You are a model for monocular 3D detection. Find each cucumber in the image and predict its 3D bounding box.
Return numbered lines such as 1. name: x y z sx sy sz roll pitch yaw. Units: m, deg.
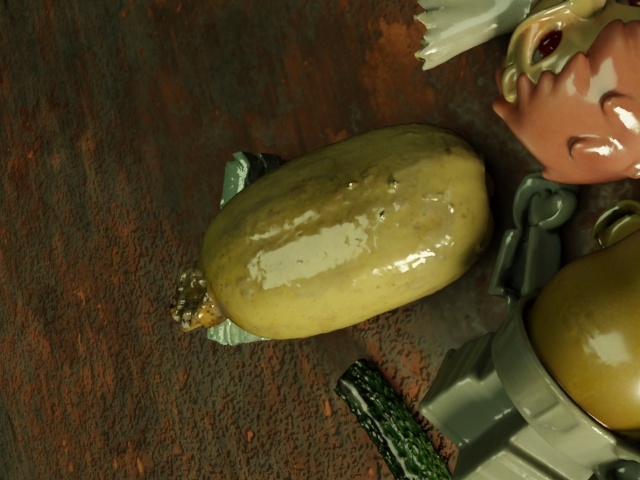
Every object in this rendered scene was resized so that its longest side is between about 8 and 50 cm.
1. cucumber: 0.081 0.207 0.815 0.058 0.058 0.187 -47 64 29

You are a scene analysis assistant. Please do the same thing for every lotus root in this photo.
1. lotus root: 0.000 0.000 0.751 0.342 0.151 0.169 -21 59 10

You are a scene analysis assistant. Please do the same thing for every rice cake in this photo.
1. rice cake: -0.072 0.009 0.881 0.038 0.124 0.211 12 94 28

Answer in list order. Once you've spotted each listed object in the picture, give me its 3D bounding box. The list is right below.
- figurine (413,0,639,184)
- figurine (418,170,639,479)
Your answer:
1. figurine: 0.198 -0.155 0.622 0.207 0.166 0.387 -25 65 -8
2. figurine: 0.225 0.096 0.628 0.342 0.167 0.285 53 121 23
